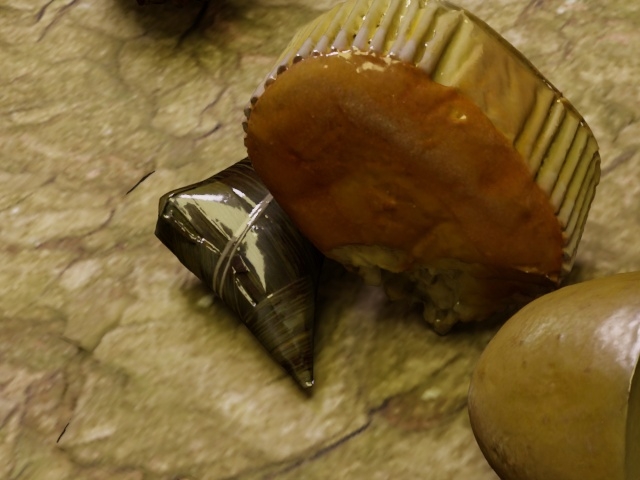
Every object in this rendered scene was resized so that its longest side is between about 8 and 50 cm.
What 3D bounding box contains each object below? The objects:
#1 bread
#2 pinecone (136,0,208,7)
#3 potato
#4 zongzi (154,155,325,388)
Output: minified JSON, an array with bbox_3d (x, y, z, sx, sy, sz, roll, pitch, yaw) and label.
[{"bbox_3d":[0.069,-0.053,1.233,0.179,0.250,0.133,-36,19,36],"label":"bread"},{"bbox_3d":[-0.100,-0.326,1.526,0.246,0.246,0.292,19,74,25],"label":"pinecone"},{"bbox_3d":[0.175,0.100,1.139,0.158,0.178,0.203,9,74,38],"label":"potato"},{"bbox_3d":[0.000,0.000,1.316,0.187,0.084,0.184,-33,65,-24],"label":"zongzi"}]
